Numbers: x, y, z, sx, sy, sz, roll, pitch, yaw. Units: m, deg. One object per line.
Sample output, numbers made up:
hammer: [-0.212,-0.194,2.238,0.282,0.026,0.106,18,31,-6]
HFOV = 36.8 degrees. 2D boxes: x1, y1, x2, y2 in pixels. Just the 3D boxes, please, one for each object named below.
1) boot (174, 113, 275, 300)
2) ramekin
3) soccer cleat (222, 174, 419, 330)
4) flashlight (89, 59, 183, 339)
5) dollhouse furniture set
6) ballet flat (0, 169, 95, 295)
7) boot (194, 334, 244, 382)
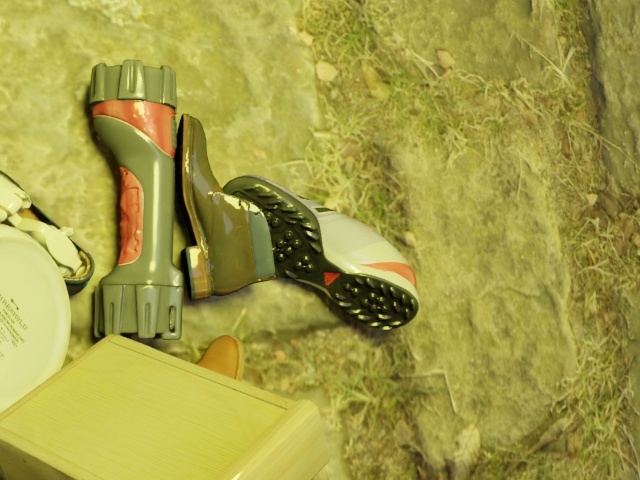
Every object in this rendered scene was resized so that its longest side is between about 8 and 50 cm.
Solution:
boot: [-0.115,-0.043,1.142,0.106,0.082,0.219,-5,95,-14]
ramekin: [-0.326,0.077,0.890,0.207,0.109,0.207,-1,90,-65]
soccer cleat: [0.000,0.000,1.259,0.318,0.108,0.116,33,34,-24]
flashlight: [-0.212,-0.043,1.075,0.103,0.103,0.304,7,82,-42]
dollhouse furniture set: [-0.116,0.316,0.901,0.362,0.256,0.394,-38,128,-39]
ballet flat: [-0.311,-0.020,0.995,0.203,0.074,0.074,48,55,-24]
boot: [-0.178,0.160,1.080,0.152,0.073,0.197,39,56,-24]
